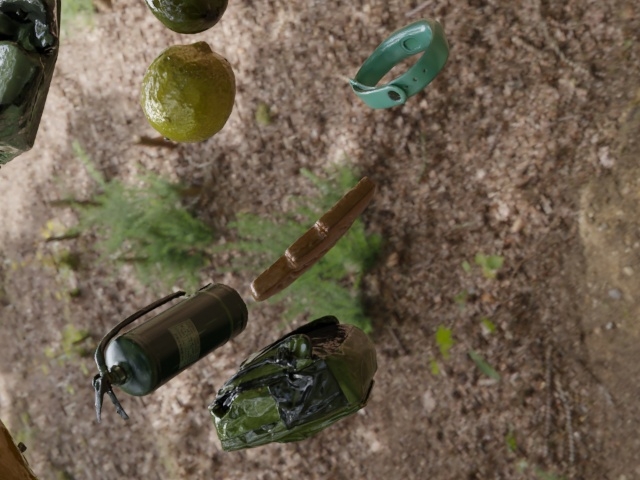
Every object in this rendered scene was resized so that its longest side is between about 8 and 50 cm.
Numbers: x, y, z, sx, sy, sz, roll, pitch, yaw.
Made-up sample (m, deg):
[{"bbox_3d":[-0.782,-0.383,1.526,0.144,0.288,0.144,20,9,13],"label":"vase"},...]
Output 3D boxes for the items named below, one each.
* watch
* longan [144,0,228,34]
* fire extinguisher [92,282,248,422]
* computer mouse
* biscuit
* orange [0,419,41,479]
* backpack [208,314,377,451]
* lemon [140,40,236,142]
[{"bbox_3d":[0.158,-0.347,1.777,0.068,0.195,0.237,41,152,-27],"label":"watch"},{"bbox_3d":[-0.246,-0.447,1.583,0.176,0.145,0.154,35,173,22],"label":"longan"},{"bbox_3d":[-0.222,0.148,1.230,0.093,0.294,0.118,-21,96,36],"label":"fire extinguisher"},{"bbox_3d":[-0.397,-0.209,1.012,0.429,0.145,0.228,-1,78,60],"label":"computer mouse"},{"bbox_3d":[0.000,0.000,1.560,0.043,0.284,0.306,47,124,5],"label":"biscuit"},{"bbox_3d":[-0.377,0.268,0.833,0.279,0.235,0.279,40,153,25],"label":"orange"},{"bbox_3d":[-0.045,0.210,1.285,0.253,0.207,0.140,-26,91,13],"label":"backpack"},{"bbox_3d":[-0.270,-0.299,1.820,0.192,0.192,0.231,41,120,27],"label":"lemon"}]
